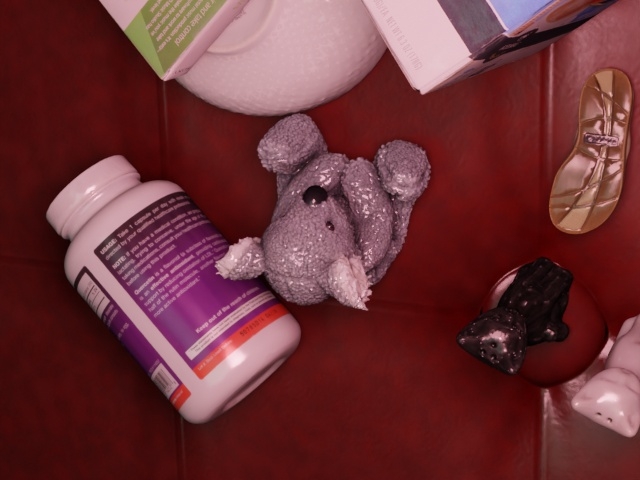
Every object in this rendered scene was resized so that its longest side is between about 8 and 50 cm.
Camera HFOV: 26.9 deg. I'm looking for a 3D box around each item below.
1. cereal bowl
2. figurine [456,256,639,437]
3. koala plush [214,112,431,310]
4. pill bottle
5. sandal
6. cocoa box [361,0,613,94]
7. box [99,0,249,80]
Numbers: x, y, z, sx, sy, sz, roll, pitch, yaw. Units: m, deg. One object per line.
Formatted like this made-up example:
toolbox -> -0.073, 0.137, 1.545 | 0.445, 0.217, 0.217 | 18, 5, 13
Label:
cereal bowl -> -0.083, -0.301, 1.514 | 0.339, 0.141, 0.338 | 7, 105, 25
figurine -> 0.265, 0.119, 1.405 | 0.215, 0.209, 0.092 | 28, 114, 18
koala plush -> 0.000, 0.000, 1.486 | 0.196, 0.221, 0.203 | 14, 119, 11
pill bottle -> -0.185, 0.054, 1.636 | 0.323, 0.181, 0.181 | 49, 119, 8
sandal -> 0.296, -0.093, 1.431 | 0.072, 0.049, 0.180 | 13, 95, 18
cocoa box -> 0.183, -0.310, 1.254 | 0.228, 0.347, 0.231 | -32, 87, 29
box -> -0.188, -0.367, 1.433 | 0.232, 0.058, 0.322 | -43, 80, 33
